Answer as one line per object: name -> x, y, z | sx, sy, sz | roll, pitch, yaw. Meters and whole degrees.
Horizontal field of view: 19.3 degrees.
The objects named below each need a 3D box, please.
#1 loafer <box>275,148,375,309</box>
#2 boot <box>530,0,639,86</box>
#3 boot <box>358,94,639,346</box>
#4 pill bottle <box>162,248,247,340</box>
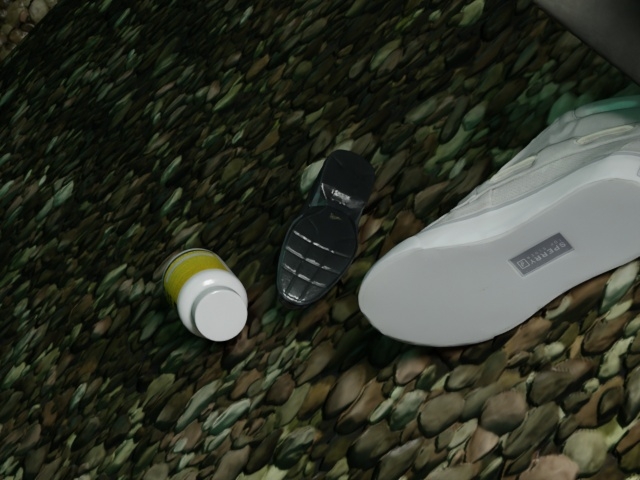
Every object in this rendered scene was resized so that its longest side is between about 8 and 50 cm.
loafer -> 0.000, 0.000, 1.624 | 0.170, 0.062, 0.061 | -62, 3, -39
boot -> 0.207, -0.108, 1.190 | 0.076, 0.208, 0.189 | -29, 29, 42
boot -> 0.148, -0.015, 1.335 | 0.258, 0.095, 0.123 | -23, 25, 33
pill bottle -> -0.102, 0.051, 1.704 | 0.065, 0.065, 0.116 | -48, 21, 0
